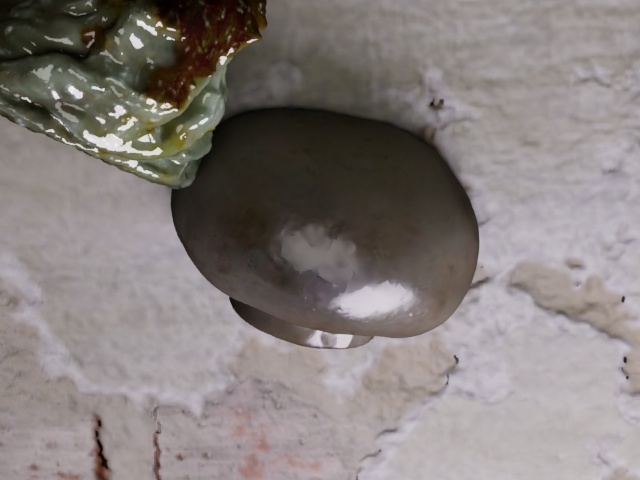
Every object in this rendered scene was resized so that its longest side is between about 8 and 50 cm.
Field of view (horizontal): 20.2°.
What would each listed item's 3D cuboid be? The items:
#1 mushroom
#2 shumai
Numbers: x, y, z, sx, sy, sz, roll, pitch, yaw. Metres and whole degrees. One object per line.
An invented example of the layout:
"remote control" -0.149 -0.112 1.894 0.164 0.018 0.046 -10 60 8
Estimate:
"mushroom" 0.000 0.000 1.050 0.188 0.117 0.141 14 106 1
"shumai" -0.123 -0.121 0.978 0.184 0.184 0.142 29 91 -12
